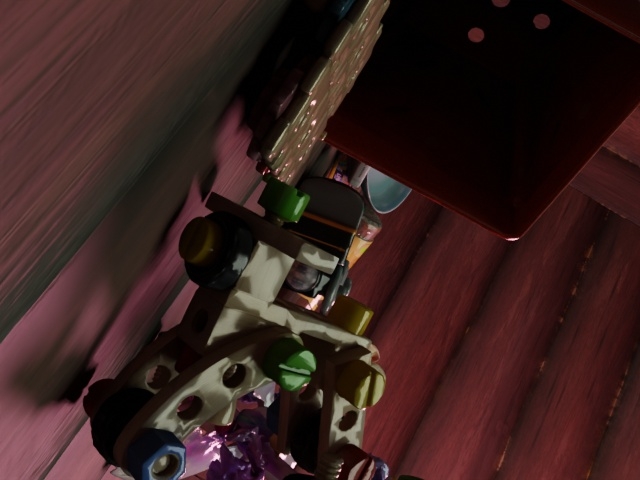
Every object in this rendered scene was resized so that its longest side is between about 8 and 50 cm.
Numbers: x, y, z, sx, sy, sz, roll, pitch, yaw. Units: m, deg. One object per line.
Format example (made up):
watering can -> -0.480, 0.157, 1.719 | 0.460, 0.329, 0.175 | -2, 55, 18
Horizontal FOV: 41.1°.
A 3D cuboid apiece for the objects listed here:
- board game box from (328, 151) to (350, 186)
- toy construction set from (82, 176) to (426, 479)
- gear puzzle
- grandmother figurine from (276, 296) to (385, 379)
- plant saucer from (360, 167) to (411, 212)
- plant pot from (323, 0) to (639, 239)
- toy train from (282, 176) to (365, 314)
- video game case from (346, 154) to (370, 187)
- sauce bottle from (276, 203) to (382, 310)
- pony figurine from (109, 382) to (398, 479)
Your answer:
board game box -> 0.076, -0.170, 1.614 | 0.170, 0.048, 0.141 | -57, 178, -24
toy construction set -> -0.045, 0.070, 0.720 | 0.309, 0.258, 0.237 | -151, -101, -73
gear puzzle -> -0.007, -0.129, 0.727 | 0.175, 0.044, 0.339 | -58, 179, -2
grandmother figurine -> -0.029, 0.152, 1.317 | 0.104, 0.207, 0.342 | -32, -155, -19
plant saucer -> 0.145, -0.206, 1.562 | 0.317, 0.044, 0.317 | -48, 149, -42
plant pot -> 0.179, -0.211, 0.918 | 0.267, 0.267, 0.235 | -58, -174, 43
toy train -> 0.000, 0.000, 1.321 | 0.334, 0.142, 0.190 | -25, 136, -85
video game case -> 0.087, -0.192, 1.291 | 0.173, 0.022, 0.190 | -60, -166, 27
sauce bottle -> -0.030, 0.065, 1.567 | 0.344, 0.111, 0.111 | -50, 180, 19
pony figurine -> -0.080, 0.259, 1.120 | 0.303, 0.363, 0.351 | -50, 159, -20
